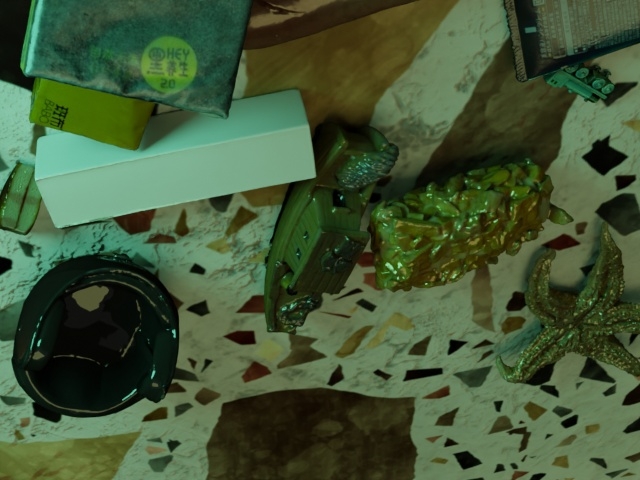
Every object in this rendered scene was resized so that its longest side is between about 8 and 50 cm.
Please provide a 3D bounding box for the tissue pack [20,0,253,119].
[{"bbox_3d":[-0.148,-0.253,0.802,0.185,0.081,0.257,10,100,-22],"label":"tissue pack"}]

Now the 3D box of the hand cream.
[{"bbox_3d":[0.338,-0.260,0.991,0.270,0.061,0.120,-16,123,5],"label":"hand cream"}]

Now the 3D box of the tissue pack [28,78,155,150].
[{"bbox_3d":[-0.216,-0.184,0.917,0.120,0.082,0.169,15,127,-22],"label":"tissue pack"}]

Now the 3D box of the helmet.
[{"bbox_3d":[-0.270,0.116,1.103,0.189,0.193,0.216,19,115,-22],"label":"helmet"}]

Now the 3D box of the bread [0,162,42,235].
[{"bbox_3d":[-0.349,-0.032,1.043,0.043,0.062,0.109,19,128,-28],"label":"bread"}]

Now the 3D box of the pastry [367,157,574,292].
[{"bbox_3d":[0.181,-0.016,1.136,0.250,0.102,0.154,-15,136,-12],"label":"pastry"}]

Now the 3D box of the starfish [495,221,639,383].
[{"bbox_3d":[0.408,0.111,1.346,0.302,0.060,0.299,18,120,-19],"label":"starfish"}]

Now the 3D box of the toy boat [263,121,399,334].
[{"bbox_3d":[0.000,0.000,1.112,0.089,0.121,0.321,6,130,-25],"label":"toy boat"}]

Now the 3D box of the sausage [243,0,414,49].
[{"bbox_3d":[0.077,-0.272,0.902,0.433,0.088,0.088,-16,133,3],"label":"sausage"}]

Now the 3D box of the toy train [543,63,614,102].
[{"bbox_3d":[0.306,-0.189,1.070,0.092,0.029,0.045,21,132,-30],"label":"toy train"}]

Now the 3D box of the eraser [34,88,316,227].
[{"bbox_3d":[-0.159,-0.092,1.016,0.298,0.078,0.076,-11,133,-2],"label":"eraser"}]
